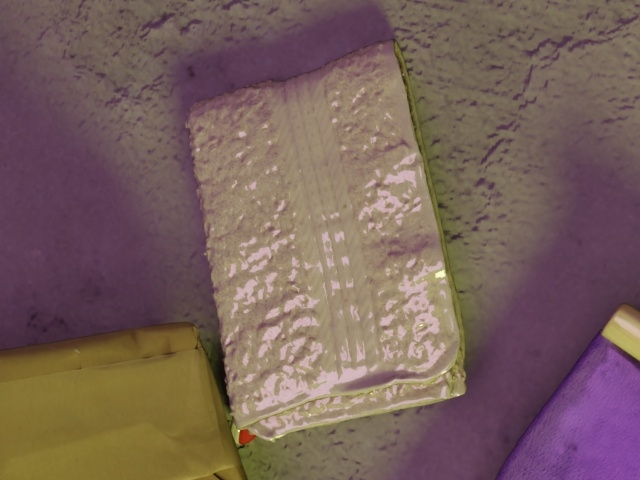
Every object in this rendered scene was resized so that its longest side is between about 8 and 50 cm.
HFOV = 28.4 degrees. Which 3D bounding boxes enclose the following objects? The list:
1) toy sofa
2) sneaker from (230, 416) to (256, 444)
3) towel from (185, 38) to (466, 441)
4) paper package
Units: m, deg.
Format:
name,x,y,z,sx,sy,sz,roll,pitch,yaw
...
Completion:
name,x,y,z,sx,sy,sz,roll,pitch,yaw
toy sofa,0.163,0.228,0.862,0.150,0.177,0.363,36,101,14
sneaker,-0.019,0.123,0.990,0.067,0.042,0.118,34,97,18
towel,0.000,0.000,0.959,0.187,0.049,0.282,-16,75,14
paper package,-0.265,0.184,0.900,0.324,0.309,0.168,-20,82,33
